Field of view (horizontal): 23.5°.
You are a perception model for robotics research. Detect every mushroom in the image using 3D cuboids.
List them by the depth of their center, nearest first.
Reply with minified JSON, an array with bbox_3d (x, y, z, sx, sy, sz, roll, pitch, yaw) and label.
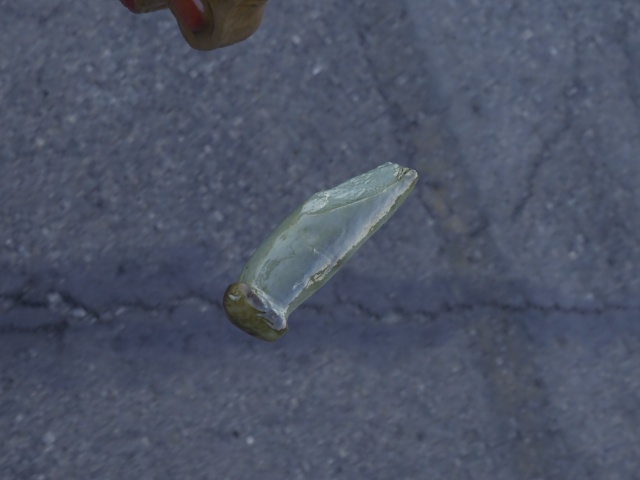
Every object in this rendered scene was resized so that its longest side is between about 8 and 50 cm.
[{"bbox_3d":[-0.002,-0.002,2.050,0.333,0.087,0.107,-46,128,-19],"label":"mushroom"}]

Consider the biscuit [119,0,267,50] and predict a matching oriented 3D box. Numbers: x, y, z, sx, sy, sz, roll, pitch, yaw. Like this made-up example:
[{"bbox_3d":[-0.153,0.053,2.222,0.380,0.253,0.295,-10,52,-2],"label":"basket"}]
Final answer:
[{"bbox_3d":[-0.134,-0.335,1.302,0.074,0.381,0.359,-13,59,-27],"label":"biscuit"}]
